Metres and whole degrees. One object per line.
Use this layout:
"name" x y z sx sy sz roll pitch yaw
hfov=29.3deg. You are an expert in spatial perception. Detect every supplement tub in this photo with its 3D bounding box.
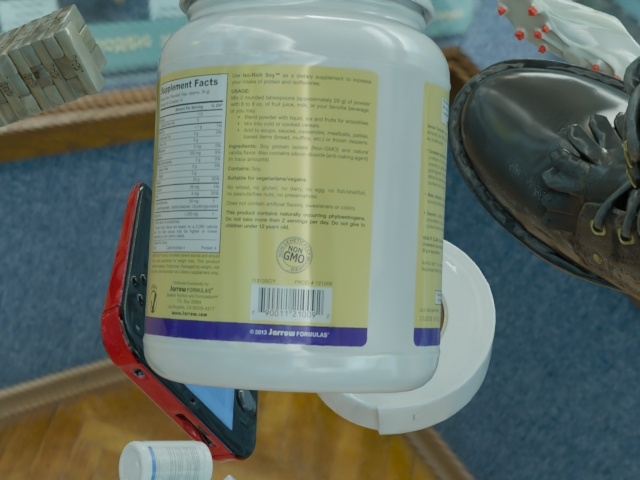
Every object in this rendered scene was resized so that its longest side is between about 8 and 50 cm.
"supplement tub" -0.204 0.299 1.610 0.107 0.071 0.071 8 41 -38
"supplement tub" -0.017 -0.050 0.987 0.241 0.241 0.331 4 86 -24

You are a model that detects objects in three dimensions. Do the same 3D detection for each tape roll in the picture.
"tape roll" 0.107 0.128 1.753 0.286 0.100 0.286 -1 61 3

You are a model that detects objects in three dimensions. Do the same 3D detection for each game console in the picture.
"game console" -0.207 0.139 1.966 0.386 0.060 0.342 53 30 -39

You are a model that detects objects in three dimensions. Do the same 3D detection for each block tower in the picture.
"block tower" -0.426 -0.191 1.529 0.335 0.091 0.097 -16 32 19

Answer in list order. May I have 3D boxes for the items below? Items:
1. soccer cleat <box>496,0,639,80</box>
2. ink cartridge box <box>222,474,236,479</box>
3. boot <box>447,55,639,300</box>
"soccer cleat" 0.280 -0.237 1.361 0.196 0.068 0.076 39 66 6
"ink cartridge box" -0.206 0.459 1.733 0.045 0.223 0.224 41 55 15
"boot" 0.134 -0.019 0.431 0.263 0.091 0.229 37 2 24
